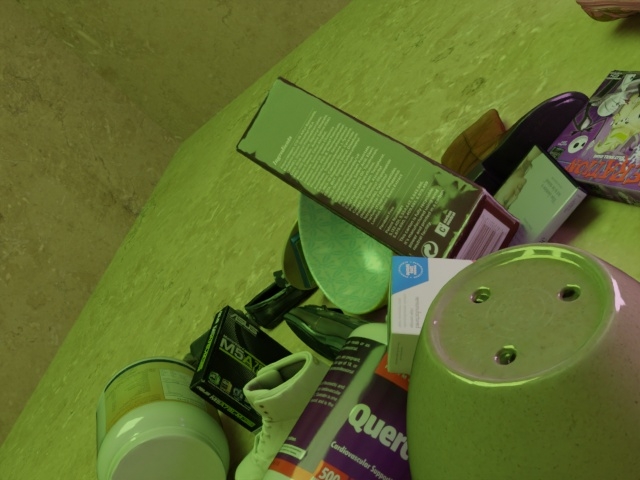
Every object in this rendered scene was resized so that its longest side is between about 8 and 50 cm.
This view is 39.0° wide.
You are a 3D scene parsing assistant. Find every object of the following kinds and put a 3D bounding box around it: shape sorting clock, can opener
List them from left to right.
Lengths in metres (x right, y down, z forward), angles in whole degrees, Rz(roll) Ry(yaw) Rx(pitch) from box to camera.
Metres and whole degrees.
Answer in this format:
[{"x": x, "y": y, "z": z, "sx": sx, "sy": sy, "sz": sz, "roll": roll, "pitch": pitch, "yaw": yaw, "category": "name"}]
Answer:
[{"x": -0.243, "y": 0.252, "z": 1.981, "sx": 0.280, "sy": 0.074, "sz": 0.093, "roll": -42, "pitch": 56, "yaw": 24, "category": "can opener"}, {"x": 0.000, "y": 0.000, "z": 1.742, "sx": 0.040, "sy": 0.206, "sz": 0.206, "roll": 27, "pitch": 75, "yaw": 39, "category": "shape sorting clock"}]

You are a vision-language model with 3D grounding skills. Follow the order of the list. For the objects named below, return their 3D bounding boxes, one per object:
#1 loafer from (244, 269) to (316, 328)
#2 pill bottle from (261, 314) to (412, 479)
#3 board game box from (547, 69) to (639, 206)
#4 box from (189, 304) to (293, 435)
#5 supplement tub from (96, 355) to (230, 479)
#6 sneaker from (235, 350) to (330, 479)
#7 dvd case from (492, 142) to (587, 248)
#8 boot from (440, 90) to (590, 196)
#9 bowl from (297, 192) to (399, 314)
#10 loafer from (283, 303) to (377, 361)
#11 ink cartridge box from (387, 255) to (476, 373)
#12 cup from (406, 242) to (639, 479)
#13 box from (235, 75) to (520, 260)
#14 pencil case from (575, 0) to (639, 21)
[{"x": -0.064, "y": 0.089, "z": 1.860, "sx": 0.223, "sy": 0.078, "sz": 0.076, "roll": -45, "pitch": 21, "yaw": 13, "category": "loafer"}, {"x": 0.074, "y": 0.236, "z": 1.171, "sx": 0.323, "sy": 0.181, "sz": 0.181, "roll": -57, "pitch": 22, "yaw": -19, "category": "pill bottle"}, {"x": 0.458, "y": -0.145, "z": 1.254, "sx": 0.208, "sy": 0.056, "sz": 0.347, "roll": -55, "pitch": 21, "yaw": -2, "category": "board game box"}, {"x": -0.121, "y": 0.234, "z": 1.565, "sx": 0.045, "sy": 0.190, "sz": 0.184, "roll": -37, "pitch": 23, "yaw": 35, "category": "box"}, {"x": -0.285, "y": 0.364, "z": 1.617, "sx": 0.228, "sy": 0.228, "sz": 0.316, "roll": -48, "pitch": 21, "yaw": 2, "category": "supplement tub"}, {"x": -0.072, "y": 0.280, "z": 1.415, "sx": 0.292, "sy": 0.169, "sz": 0.108, "roll": -42, "pitch": 23, "yaw": 23, "category": "sneaker"}, {"x": 0.278, "y": -0.013, "z": 1.351, "sx": 0.253, "sy": 0.022, "sz": 0.180, "roll": -54, "pitch": 22, "yaw": 18, "category": "dvd case"}, {"x": 0.330, "y": -0.176, "z": 1.559, "sx": 0.264, "sy": 0.096, "sz": 0.280, "roll": -51, "pitch": 12, "yaw": 17, "category": "boot"}, {"x": 0.099, "y": -0.026, "z": 1.573, "sx": 0.156, "sy": 0.289, "sz": 0.289, "roll": -10, "pitch": -1, "yaw": -32, "category": "bowl"}, {"x": 0.031, "y": 0.158, "z": 1.547, "sx": 0.084, "sy": 0.096, "sz": 0.267, "roll": -44, "pitch": 27, "yaw": -14, "category": "loafer"}, {"x": 0.198, "y": 0.095, "z": 1.100, "sx": 0.134, "sy": 0.231, "sz": 0.078, "roll": -85, "pitch": -3, "yaw": -47, "category": "ink cartridge box"}, {"x": 0.212, "y": 0.143, "z": 0.823, "sx": 0.331, "sy": 0.237, "sz": 0.331, "roll": -18, "pitch": 36, "yaw": 14, "category": "cup"}, {"x": 0.082, "y": -0.080, "z": 1.318, "sx": 0.381, "sy": 0.191, "sz": 0.143, "roll": 32, "pitch": 93, "yaw": 29, "category": "box"}, {"x": 0.541, "y": -0.415, "z": 1.402, "sx": 0.386, "sy": 0.167, "sz": 0.160, "roll": -131, "pitch": 47, "yaw": -70, "category": "pencil case"}]
